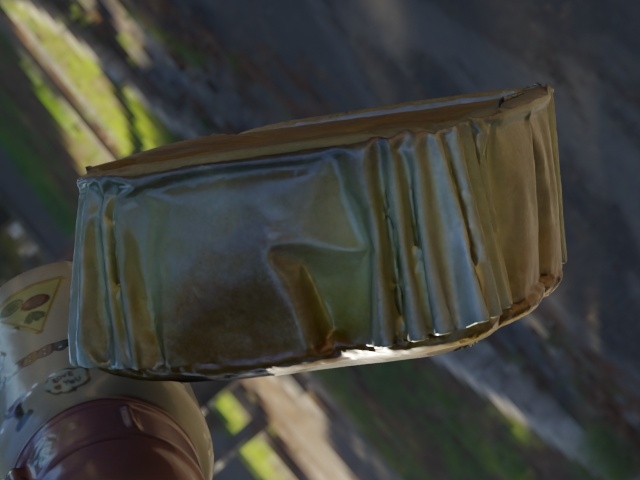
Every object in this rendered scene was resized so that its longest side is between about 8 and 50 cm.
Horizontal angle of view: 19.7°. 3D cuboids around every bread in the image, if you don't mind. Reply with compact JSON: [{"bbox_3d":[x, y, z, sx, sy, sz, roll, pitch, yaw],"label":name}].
[{"bbox_3d":[0.002,0.001,0.828,0.192,0.210,0.110,-24,-75,-70],"label":"bread"}]

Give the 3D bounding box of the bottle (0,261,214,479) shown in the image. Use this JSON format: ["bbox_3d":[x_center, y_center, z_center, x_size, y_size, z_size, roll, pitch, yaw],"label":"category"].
[{"bbox_3d":[-0.118,0.103,0.956,0.120,0.120,0.253,54,180,-22],"label":"bottle"}]
